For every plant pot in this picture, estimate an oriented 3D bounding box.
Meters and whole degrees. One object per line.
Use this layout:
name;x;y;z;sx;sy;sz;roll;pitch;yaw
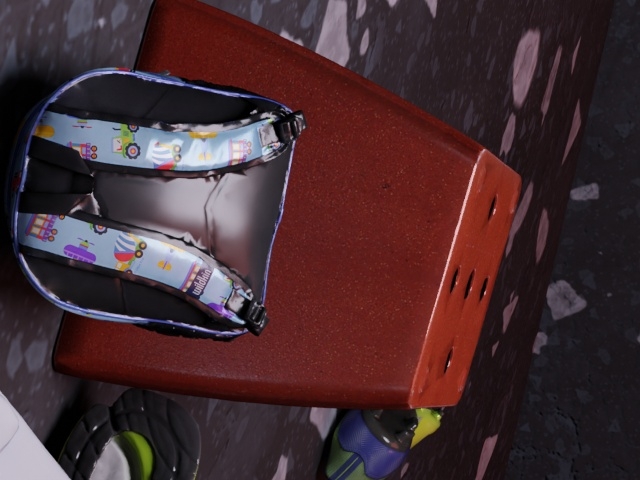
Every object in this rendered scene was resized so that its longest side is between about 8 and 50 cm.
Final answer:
plant pot;0.000;0.000;1.171;0.267;0.235;0.267;17;88;-74

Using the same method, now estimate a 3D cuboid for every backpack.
backpack;-0.114;-0.026;0.969;0.173;0.117;0.158;9;92;-35

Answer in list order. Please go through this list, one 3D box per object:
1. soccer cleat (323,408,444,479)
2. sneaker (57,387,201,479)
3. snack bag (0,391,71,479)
soccer cleat;0.068;0.222;1.902;0.121;0.093;0.289;-46;173;12
sneaker;-0.165;0.253;1.102;0.300;0.111;0.121;-61;170;-23
snack bag;-0.237;0.212;0.819;0.323;0.037;0.342;-61;150;-27
